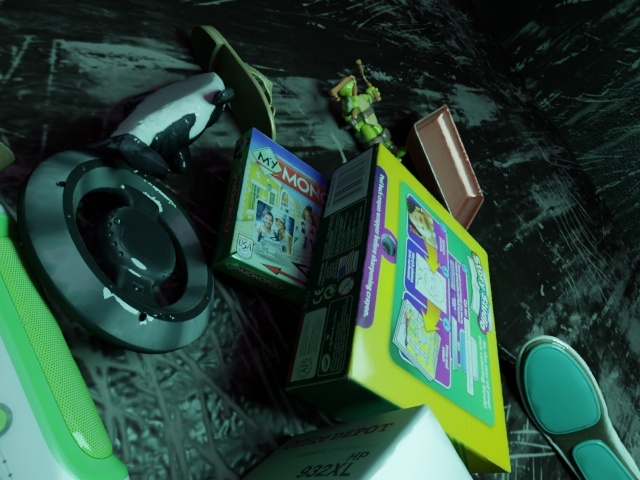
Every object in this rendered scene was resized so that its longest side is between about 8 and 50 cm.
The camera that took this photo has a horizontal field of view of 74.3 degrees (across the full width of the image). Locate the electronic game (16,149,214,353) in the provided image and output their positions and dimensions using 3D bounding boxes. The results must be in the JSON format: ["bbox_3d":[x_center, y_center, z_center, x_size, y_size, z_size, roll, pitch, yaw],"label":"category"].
[{"bbox_3d":[-0.192,0.008,0.438,0.229,0.048,0.229,52,17,-24],"label":"electronic game"}]

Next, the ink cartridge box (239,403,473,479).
[{"bbox_3d":[-0.036,0.278,0.327,0.307,0.223,0.129,-21,78,-46],"label":"ink cartridge box"}]

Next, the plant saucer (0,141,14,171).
[{"bbox_3d":[-0.351,-0.073,0.315,0.199,0.199,0.036,11,78,-36],"label":"plant saucer"}]

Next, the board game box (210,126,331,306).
[{"bbox_3d":[0.000,0.000,0.634,0.317,0.046,0.213,29,49,-35],"label":"board game box"}]

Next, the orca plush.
[{"bbox_3d":[-0.177,-0.133,0.551,0.287,0.151,0.102,-105,-176,-57],"label":"orca plush"}]

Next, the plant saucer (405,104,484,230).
[{"bbox_3d":[0.284,-0.162,0.965,0.258,0.048,0.259,-40,109,-51],"label":"plant saucer"}]

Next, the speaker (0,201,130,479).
[{"bbox_3d":[-0.253,0.105,0.316,0.131,0.131,0.296,-21,79,-46],"label":"speaker"}]

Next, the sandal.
[{"bbox_3d":[-0.117,-0.260,0.698,0.079,0.088,0.240,-28,79,-41],"label":"sandal"}]

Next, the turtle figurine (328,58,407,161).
[{"bbox_3d":[0.087,-0.245,0.861,0.217,0.087,0.269,56,27,-13],"label":"turtle figurine"}]

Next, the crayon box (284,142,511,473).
[{"bbox_3d":[0.130,0.091,0.603,0.313,0.106,0.362,39,44,-28],"label":"crayon box"}]

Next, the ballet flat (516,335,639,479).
[{"bbox_3d":[0.504,0.352,0.834,0.139,0.139,0.400,-31,90,-47],"label":"ballet flat"}]
